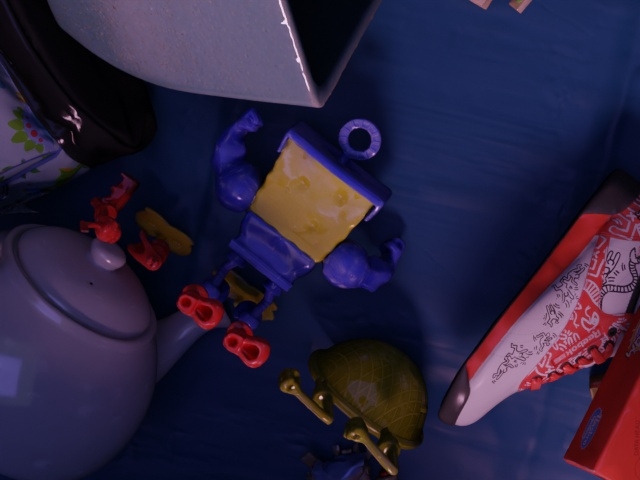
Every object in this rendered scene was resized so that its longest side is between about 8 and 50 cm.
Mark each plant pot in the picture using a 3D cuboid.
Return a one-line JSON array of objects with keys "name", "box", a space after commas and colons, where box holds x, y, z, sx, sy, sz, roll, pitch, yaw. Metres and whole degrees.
[{"name": "plant pot", "box": [-0.105, -0.270, 1.114, 0.252, 0.247, 0.248, 1, 132, 25]}]

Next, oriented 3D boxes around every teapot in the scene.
[{"name": "teapot", "box": [-0.239, 0.072, 1.197, 0.252, 0.256, 0.187, 39, 109, 0]}]

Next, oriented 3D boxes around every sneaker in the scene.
[{"name": "sneaker", "box": [0.230, 0.083, 1.178, 0.145, 0.090, 0.270, 38, 85, 7]}]

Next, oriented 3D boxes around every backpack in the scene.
[{"name": "backpack", "box": [-0.377, -0.126, 1.220, 0.355, 0.273, 0.290, -20, 102, 24]}]

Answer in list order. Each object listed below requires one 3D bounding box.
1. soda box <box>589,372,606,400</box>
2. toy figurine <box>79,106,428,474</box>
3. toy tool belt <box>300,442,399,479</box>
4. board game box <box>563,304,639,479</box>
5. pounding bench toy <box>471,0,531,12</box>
[{"name": "soda box", "box": [0.331, 0.136, 1.206, 0.181, 0.058, 0.061, -12, 94, 11]}, {"name": "toy figurine", "box": [0.000, 0.000, 1.189, 0.362, 0.191, 0.217, 38, 96, 3]}, {"name": "toy tool belt", "box": [0.027, 0.211, 1.272, 0.083, 0.052, 0.051, -14, 102, 11]}, {"name": "board game box", "box": [0.376, 0.094, 1.120, 0.242, 0.064, 0.316, 28, 85, -10]}, {"name": "pounding bench toy", "box": [0.146, -0.229, 1.191, 0.083, 0.065, 0.052, 32, 101, 4]}]
